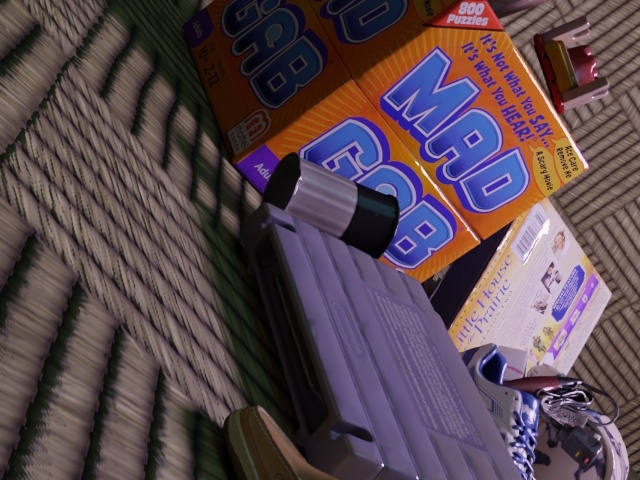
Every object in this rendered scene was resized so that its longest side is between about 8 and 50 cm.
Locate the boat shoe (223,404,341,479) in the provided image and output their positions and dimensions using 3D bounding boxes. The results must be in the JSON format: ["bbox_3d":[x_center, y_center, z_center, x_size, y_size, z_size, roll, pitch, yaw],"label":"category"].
[{"bbox_3d":[0.006,0.183,0.710,0.190,0.072,0.068,57,11,15],"label":"boat shoe"}]

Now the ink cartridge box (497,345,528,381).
[{"bbox_3d":[0.285,0.233,1.656,0.122,0.052,0.089,-58,153,-59],"label":"ink cartridge box"}]

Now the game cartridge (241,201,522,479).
[{"bbox_3d":[0.054,0.121,0.998,0.230,0.068,0.355,31,21,-31],"label":"game cartridge"}]

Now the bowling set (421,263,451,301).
[{"bbox_3d":[0.216,0.045,1.840,0.199,0.287,0.154,14,11,-12],"label":"bowling set"}]

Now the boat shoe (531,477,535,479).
[{"bbox_3d":[0.283,0.353,1.392,0.228,0.081,0.079,54,10,-2],"label":"boat shoe"}]

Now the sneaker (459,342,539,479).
[{"bbox_3d":[0.215,0.242,1.310,0.112,0.131,0.296,47,14,-43],"label":"sneaker"}]

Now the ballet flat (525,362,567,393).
[{"bbox_3d":[0.349,0.226,1.684,0.070,0.070,0.188,57,-9,10],"label":"ballet flat"}]

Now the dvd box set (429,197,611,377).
[{"bbox_3d":[0.330,0.120,1.777,0.062,0.308,0.420,24,-12,40],"label":"dvd box set"}]

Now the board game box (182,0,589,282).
[{"bbox_3d":[0.081,-0.201,1.483,0.356,0.356,0.356,46,14,-41],"label":"board game box"}]

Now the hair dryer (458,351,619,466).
[{"bbox_3d":[0.266,0.224,1.515,0.293,0.080,0.223,26,17,14],"label":"hair dryer"}]

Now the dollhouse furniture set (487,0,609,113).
[{"bbox_3d":[0.271,-0.342,1.493,0.201,0.152,0.374,14,59,-75],"label":"dollhouse furniture set"}]

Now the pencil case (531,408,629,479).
[{"bbox_3d":[0.399,0.345,1.717,0.184,0.160,0.410,54,9,18],"label":"pencil case"}]

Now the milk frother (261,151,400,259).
[{"bbox_3d":[0.000,0.000,1.185,0.134,0.129,0.143,21,46,-24],"label":"milk frother"}]
